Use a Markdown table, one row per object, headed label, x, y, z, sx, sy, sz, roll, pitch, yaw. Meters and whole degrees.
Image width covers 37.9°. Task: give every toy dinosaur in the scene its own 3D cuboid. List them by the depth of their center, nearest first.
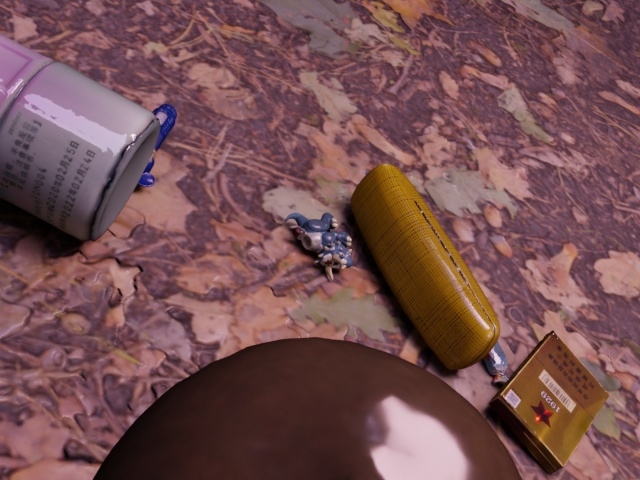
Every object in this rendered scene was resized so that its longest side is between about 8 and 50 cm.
| label | x | y | z | sx | sy | sz | roll | pitch | yaw |
| --- | --- | --- | --- | --- | --- | --- | --- | --- | --- |
| toy dinosaur | 0.000 | 0.000 | 0.952 | 0.047 | 0.031 | 0.083 | -16 | 60 | -42 |

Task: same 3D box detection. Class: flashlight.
| label | x | y | z | sx | sy | sz | roll | pitch | yaw |
| --- | --- | --- | --- | --- | --- | --- | --- | --- | --- |
| flashlight | -0.174 | -0.102 | 0.943 | 0.057 | 0.035 | 0.121 | 27 | 42 | -5 |

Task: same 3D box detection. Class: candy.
| label | x | y | z | sx | sy | sz | roll | pitch | yaw |
| --- | --- | --- | --- | --- | --- | --- | --- | --- | --- |
| candy | 0.172 | 0.111 | 0.956 | 0.030 | 0.020 | 0.083 | 2 | 51 | -27 |

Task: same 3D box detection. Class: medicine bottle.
| label | x | y | z | sx | sy | sz | roll | pitch | yaw |
| --- | --- | --- | --- | --- | --- | --- | --- | --- | --- |
| medicine bottle | -0.242 | -0.091 | 0.820 | 0.168 | 0.135 | 0.135 | 29 | 42 | -4 |

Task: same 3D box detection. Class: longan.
| label | x | y | z | sx | sy | sz | roll | pitch | yaw |
| --- | --- | --- | --- | --- | --- | --- | --- | --- | --- |
| longan | -0.012 | 0.203 | 0.570 | 0.297 | 0.297 | 0.297 | 16 | 44 | -17 |

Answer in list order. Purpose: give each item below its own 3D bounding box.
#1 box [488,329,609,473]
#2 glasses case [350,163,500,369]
| label | x | y | z | sx | sy | sz | roll | pitch | yaw |
| --- | --- | --- | --- | --- | --- | --- | --- | --- | --- |
| box | 0.232 | 0.159 | 0.935 | 0.090 | 0.023 | 0.133 | 47 | 43 | 6 |
| glasses case | 0.103 | 0.025 | 0.955 | 0.064 | 0.079 | 0.234 | -1 | 51 | -40 |
